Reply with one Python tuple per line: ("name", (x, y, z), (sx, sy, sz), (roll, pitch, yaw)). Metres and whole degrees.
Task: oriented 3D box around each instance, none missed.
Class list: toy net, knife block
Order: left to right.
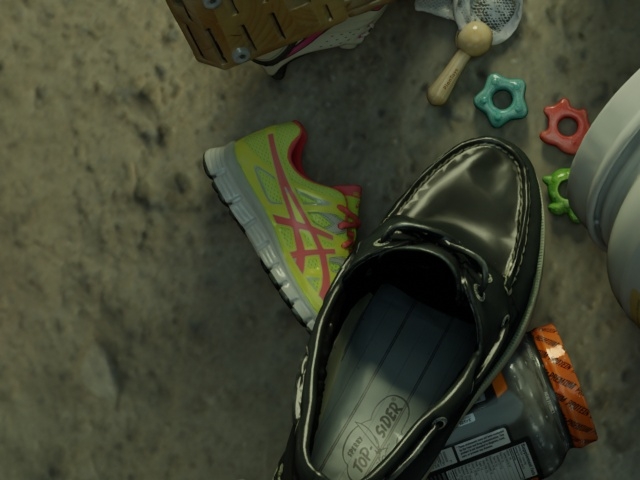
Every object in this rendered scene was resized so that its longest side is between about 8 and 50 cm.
("knife block", (0.001, -0.277, 1.235), (0.276, 0.088, 0.242), (-22, 54, 3))
("toy net", (0.137, -0.122, 1.275), (0.122, 0.045, 0.232), (-8, 86, 5))

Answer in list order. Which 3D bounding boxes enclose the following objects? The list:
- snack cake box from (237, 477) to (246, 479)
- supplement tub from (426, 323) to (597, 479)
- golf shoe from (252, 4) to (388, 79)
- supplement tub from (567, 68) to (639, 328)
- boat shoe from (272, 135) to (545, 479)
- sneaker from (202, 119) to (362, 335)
("snack cake box", (-0.030, 0.249, 1.158), (0.152, 0.264, 0.089), (31, 91, 6))
("supplement tub", (0.096, 0.135, 1.228), (0.190, 0.117, 0.117), (-21, 85, 3))
("golf shoe", (0.022, -0.192, 1.283), (0.186, 0.086, 0.067), (-27, 41, 2))
("supplement tub", (0.341, 0.027, 1.111), (0.241, 0.241, 0.331), (-38, 60, 2))
("boat shoe", (0.064, 0.049, 1.138), (0.127, 0.113, 0.340), (27, 65, 15))
("sneaker", (0.000, 0.000, 1.263), (0.094, 0.081, 0.208), (-32, 84, 0))
